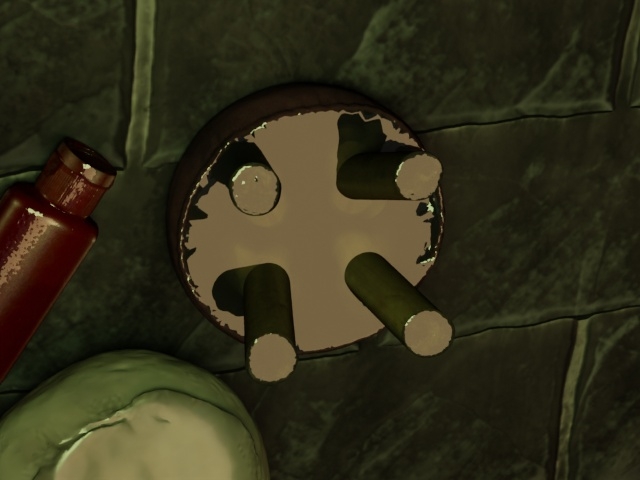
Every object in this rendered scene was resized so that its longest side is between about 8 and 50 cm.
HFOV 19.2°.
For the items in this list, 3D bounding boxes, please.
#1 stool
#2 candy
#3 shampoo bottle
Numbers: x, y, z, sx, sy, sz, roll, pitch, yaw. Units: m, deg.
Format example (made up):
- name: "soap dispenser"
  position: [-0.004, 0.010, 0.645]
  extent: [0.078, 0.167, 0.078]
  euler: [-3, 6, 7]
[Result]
- name: "stool"
  position: [0.000, 0.000, 1.753]
  extent: [0.272, 0.178, 0.272]
  euler: [-3, 106, -12]
- name: "candy"
  position: [-0.189, 0.236, 1.834]
  extent: [0.296, 0.185, 0.295]
  euler: [-5, 107, -18]
- name: "shampoo bottle"
  position: [-0.281, 0.027, 1.748]
  extent: [0.102, 0.064, 0.260]
  euler: [27, 104, -32]
